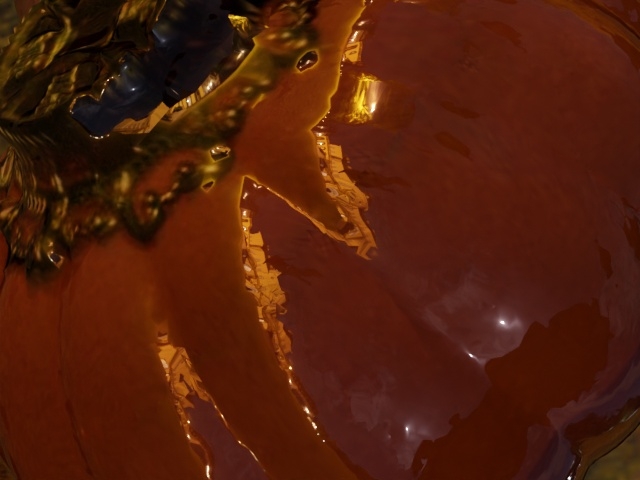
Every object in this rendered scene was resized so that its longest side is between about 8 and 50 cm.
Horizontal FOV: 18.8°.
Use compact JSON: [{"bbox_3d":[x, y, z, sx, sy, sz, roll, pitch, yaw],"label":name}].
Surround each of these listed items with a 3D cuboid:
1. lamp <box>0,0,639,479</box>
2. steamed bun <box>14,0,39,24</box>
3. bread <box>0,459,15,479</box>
[{"bbox_3d":[0.000,0.000,0.540,0.196,0.223,0.223,40,51,-32],"label":"lamp"},{"bbox_3d":[-0.096,-0.133,1.601,0.301,0.199,0.251,2,73,-65],"label":"steamed bun"},{"bbox_3d":[-0.297,0.124,1.466,0.193,0.193,0.064,56,31,-24],"label":"bread"}]
